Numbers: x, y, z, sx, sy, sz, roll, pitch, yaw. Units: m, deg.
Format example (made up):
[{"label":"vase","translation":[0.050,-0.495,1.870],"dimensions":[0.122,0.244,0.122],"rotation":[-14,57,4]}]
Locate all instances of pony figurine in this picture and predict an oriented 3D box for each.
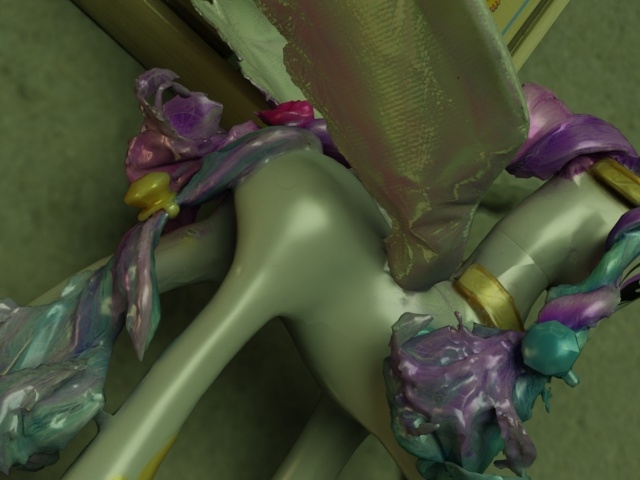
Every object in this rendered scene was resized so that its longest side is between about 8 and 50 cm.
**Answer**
[{"label":"pony figurine","translation":[0.000,0.000,0.601],"dimensions":[0.363,0.303,0.351],"rotation":[-43,103,-5]}]

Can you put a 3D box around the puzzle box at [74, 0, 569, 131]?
[{"label":"puzzle box","translation":[0.041,-0.216,0.844],"dimensions":[0.272,0.052,0.409],"rotation":[42,58,-9]}]
